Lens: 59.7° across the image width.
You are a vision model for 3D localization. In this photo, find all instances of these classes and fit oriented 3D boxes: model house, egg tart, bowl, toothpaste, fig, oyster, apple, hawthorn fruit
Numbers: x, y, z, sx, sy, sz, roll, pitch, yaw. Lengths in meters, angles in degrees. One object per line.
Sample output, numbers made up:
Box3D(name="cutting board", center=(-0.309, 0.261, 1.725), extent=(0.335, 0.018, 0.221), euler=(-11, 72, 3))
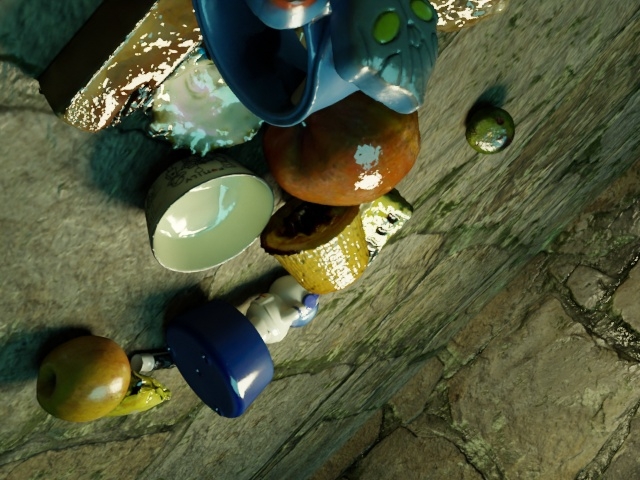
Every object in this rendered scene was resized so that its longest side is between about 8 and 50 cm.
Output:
Box3D(name="model house", center=(0.052, -0.082, 1.258), extent=(0.234, 0.175, 0.193), euler=(26, 115, -36))
Box3D(name="egg tart", center=(0.000, 0.000, 1.096), extent=(0.215, 0.215, 0.171), euler=(-33, 120, -9))
Box3D(name="bowl", center=(-0.214, -0.064, 1.007), extent=(0.237, 0.126, 0.238), euler=(-28, 148, -19))
Box3D(name="toothpaste", center=(-0.386, 0.300, 1.403), extent=(0.071, 0.045, 0.193), euler=(-40, 156, 20))
Box3D(name="fig", center=(0.440, -0.292, 1.450), extent=(0.123, 0.123, 0.156), euler=(-56, -176, 27))
Box3D(name="oyster", center=(-0.155, -0.248, 0.856), extent=(0.198, 0.092, 0.260), euler=(10, 129, -40))
Box3D(name="apple", center=(-0.487, 0.283, 1.141), extent=(0.155, 0.182, 0.182), euler=(14, 123, -44))
Box3D(name="hawthorn fruit", center=(0.052, -0.181, 0.985), extent=(0.277, 0.277, 0.298), euler=(-43, 141, 8))

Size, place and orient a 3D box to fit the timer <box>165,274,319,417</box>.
Box3D(name="timer", center=(-0.151, 0.215, 1.374), extent=(0.383, 0.270, 0.270), euler=(-34, 153, -34))

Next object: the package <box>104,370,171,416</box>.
Box3D(name="package", center=(-0.477, 0.359, 1.301), extent=(0.226, 0.090, 0.168), euler=(-13, 152, 8))

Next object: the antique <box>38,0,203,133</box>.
Box3D(name="antique", center=(-0.234, -0.276, 0.741), extent=(0.310, 0.087, 0.093), euler=(-44, 151, 8))

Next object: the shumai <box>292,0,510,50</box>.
Box3D(name="shumai", center=(0.088, -0.348, 0.793), extent=(0.314, 0.267, 0.262), euler=(28, 120, -13))

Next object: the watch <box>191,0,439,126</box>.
Box3D(name="watch", center=(-0.004, -0.245, 0.632), extent=(0.241, 0.305, 0.274), euler=(-30, 178, -28))
